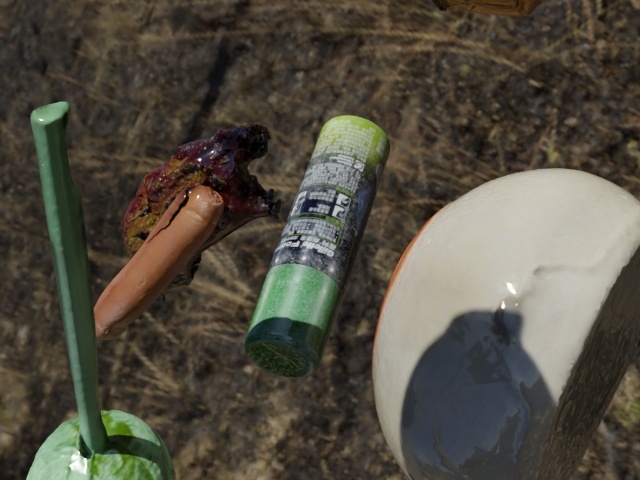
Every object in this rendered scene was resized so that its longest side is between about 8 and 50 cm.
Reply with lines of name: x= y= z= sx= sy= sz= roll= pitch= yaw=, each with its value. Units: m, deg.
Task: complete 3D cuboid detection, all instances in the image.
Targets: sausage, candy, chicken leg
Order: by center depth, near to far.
candy: x=-0.164 y=0.089 z=0.673 sx=0.439 sy=0.119 sz=0.119 roll=96 pitch=177 yaw=-45
sausage: x=-0.140 y=0.023 z=0.808 sx=0.176 sy=0.040 sz=0.047 roll=-49 pitch=24 yaw=22
chicken leg: x=-0.112 y=-0.024 z=0.856 sx=0.234 sy=0.105 sz=0.063 roll=-37 pitch=12 yaw=37

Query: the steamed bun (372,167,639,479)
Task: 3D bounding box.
steamed bun: x=0.140 y=0.073 z=0.768 sx=0.177 sy=0.283 sz=0.282 roll=23 pitch=90 yaw=27

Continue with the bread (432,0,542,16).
bread: x=0.162 y=-0.288 z=0.826 sx=0.199 sy=0.104 sz=0.199 roll=12 pitch=-90 yaw=-71

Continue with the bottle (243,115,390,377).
bottle: x=0.000 y=0.000 z=1.138 sx=0.093 sy=0.093 sz=0.330 roll=-41 pitch=24 yaw=52
